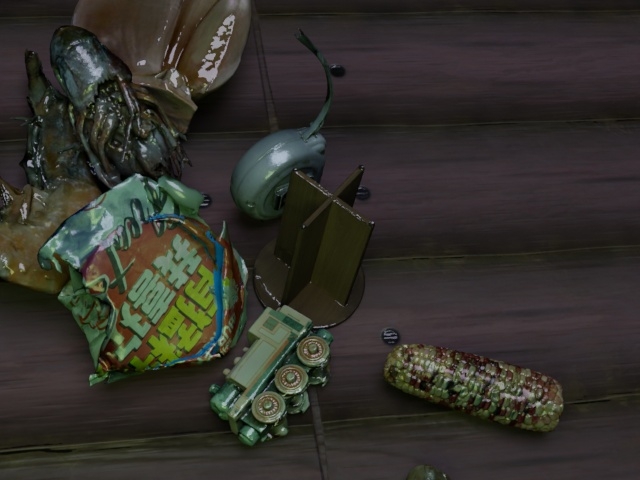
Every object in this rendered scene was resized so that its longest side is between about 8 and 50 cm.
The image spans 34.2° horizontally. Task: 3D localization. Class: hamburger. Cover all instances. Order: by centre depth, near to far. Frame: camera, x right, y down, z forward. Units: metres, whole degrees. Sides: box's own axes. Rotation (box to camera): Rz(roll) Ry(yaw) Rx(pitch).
[{"bbox_3d":[-0.235,0.049,1.403,0.260,0.150,0.276,-25,101,-21],"label":"hamburger"}]

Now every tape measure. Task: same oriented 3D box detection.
[{"bbox_3d":[-0.047,-0.142,1.457,0.164,0.330,0.084,-35,67,-24],"label":"tape measure"}]

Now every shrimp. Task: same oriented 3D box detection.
[{"bbox_3d":[-0.434,-0.119,1.479,0.272,0.085,0.445,20,44,-36],"label":"shrimp"},{"bbox_3d":[-0.292,-0.136,1.491,0.172,0.137,0.372,-32,86,-18],"label":"shrimp"}]

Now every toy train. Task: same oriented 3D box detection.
[{"bbox_3d":[-0.067,0.184,1.406,0.125,0.081,0.194,29,60,21],"label":"toy train"}]

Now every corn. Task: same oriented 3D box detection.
[{"bbox_3d":[0.211,0.199,1.436,0.253,0.086,0.086,14,57,3],"label":"corn"}]

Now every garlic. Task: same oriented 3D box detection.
[{"bbox_3d":[-0.256,-0.328,1.655,0.279,0.132,0.325,12,60,-3],"label":"garlic"}]

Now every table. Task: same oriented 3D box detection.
[{"bbox_3d":[0.000,0.000,1.438,0.167,0.227,0.167,5,58,-7],"label":"table"}]

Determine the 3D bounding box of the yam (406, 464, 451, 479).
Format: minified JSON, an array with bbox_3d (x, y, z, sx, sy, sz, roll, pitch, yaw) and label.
[{"bbox_3d":[0.118,0.435,1.284,0.071,0.067,0.317,6,56,9],"label":"yam"}]
